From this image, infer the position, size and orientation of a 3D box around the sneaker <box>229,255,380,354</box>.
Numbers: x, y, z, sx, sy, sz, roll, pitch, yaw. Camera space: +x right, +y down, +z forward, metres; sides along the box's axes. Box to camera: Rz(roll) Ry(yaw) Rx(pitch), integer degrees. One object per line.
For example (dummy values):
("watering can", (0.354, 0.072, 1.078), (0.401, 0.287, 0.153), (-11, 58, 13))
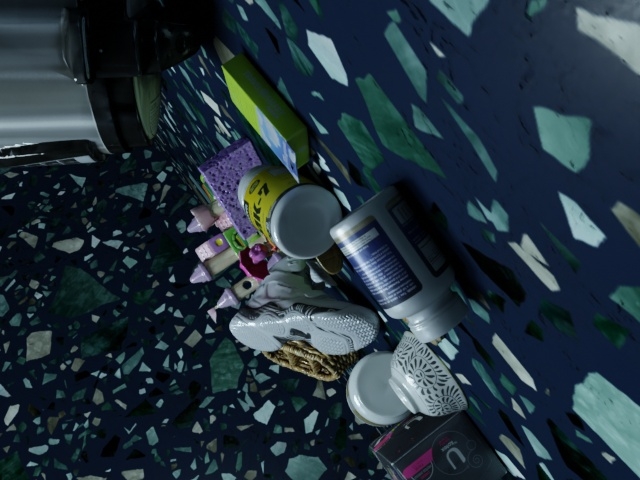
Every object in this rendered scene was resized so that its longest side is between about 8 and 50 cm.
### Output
("sneaker", (-0.019, 0.127, 1.473), (0.365, 0.210, 0.137), (-7, 133, 35))

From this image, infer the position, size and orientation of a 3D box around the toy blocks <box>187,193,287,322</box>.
("toy blocks", (-0.235, 0.019, 1.727), (0.289, 0.260, 0.309), (58, 170, 0))

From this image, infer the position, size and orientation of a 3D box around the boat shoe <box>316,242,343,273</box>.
("boat shoe", (0.000, 0.000, 1.253), (0.135, 0.050, 0.045), (64, 174, 3))

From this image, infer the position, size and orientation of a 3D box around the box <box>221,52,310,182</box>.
("box", (-0.073, -0.179, 0.995), (0.178, 0.042, 0.109), (51, 170, 16))

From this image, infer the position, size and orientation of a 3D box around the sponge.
("sponge", (-0.159, -0.106, 1.413), (0.031, 0.117, 0.210), (46, 168, 43))

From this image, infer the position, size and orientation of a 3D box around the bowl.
("bowl", (0.173, 0.250, 1.190), (0.170, 0.080, 0.170), (52, 169, 14))

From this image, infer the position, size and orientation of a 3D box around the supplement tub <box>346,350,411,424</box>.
("supplement tub", (0.127, 0.304, 1.385), (0.144, 0.144, 0.200), (52, 170, 13))

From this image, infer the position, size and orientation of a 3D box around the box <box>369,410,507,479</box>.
("box", (0.215, 0.422, 1.314), (0.143, 0.165, 0.270), (54, 169, 5))

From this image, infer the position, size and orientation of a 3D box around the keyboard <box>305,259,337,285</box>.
("keyboard", (-0.010, 0.078, 1.637), (0.072, 0.014, 0.256), (55, 170, -5))

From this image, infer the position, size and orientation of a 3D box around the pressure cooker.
("pressure cooker", (-0.393, -0.309, 1.023), (0.375, 0.420, 0.370), (101, 165, -64))

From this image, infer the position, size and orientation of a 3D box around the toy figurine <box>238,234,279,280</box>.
("toy figurine", (-0.098, 0.014, 1.416), (0.130, 0.159, 0.173), (51, 169, 15))

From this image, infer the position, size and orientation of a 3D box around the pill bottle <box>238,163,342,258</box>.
("pill bottle", (-0.059, -0.056, 1.119), (0.119, 0.119, 0.208), (60, 168, -28))

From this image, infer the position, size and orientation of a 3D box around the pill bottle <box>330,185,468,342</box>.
("pill bottle", (0.094, 0.030, 0.780), (0.169, 0.094, 0.094), (55, 170, -2))

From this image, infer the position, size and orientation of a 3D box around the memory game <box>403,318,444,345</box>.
("memory game", (0.128, 0.087, 1.050), (0.186, 0.012, 0.186), (51, 169, 14))

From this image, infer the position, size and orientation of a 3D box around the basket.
("basket", (-0.032, 0.321, 1.946), (0.213, 0.223, 0.299), (51, 168, 18))

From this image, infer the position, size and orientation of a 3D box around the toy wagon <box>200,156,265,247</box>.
("toy wagon", (-0.287, -0.117, 2.093), (0.267, 0.068, 0.344), (46, 167, 36))
